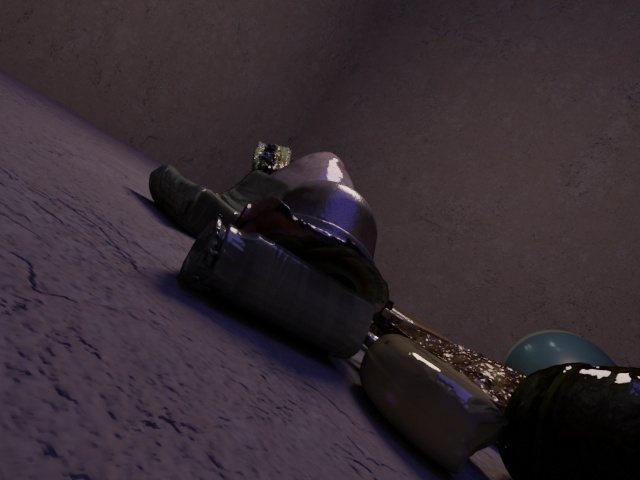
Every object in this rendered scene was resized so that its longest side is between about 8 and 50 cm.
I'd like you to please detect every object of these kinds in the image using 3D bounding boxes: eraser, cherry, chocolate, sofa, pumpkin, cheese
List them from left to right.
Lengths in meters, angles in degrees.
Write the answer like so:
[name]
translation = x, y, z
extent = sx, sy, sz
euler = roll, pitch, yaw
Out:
[sofa]
translation = -0.177, -0.086, 0.837
extent = 0.225, 0.175, 0.210
euler = 34, -1, -43
[cherry]
translation = -0.054, -0.072, 1.196
extent = 0.291, 0.335, 0.326
euler = 51, 14, -29
[chocolate]
translation = -0.006, -0.006, 0.558
extent = 0.222, 0.147, 0.221
euler = 10, -32, 6
[cheese]
translation = 0.085, 0.139, 0.466
extent = 0.163, 0.070, 0.249
euler = 35, -1, -42
[eraser]
translation = 0.202, 0.220, 1.067
extent = 0.144, 0.078, 0.343
euler = 32, 0, 40
[pumpkin]
translation = 0.289, 0.217, 0.411
extent = 0.238, 0.159, 0.237
euler = 22, -26, 11

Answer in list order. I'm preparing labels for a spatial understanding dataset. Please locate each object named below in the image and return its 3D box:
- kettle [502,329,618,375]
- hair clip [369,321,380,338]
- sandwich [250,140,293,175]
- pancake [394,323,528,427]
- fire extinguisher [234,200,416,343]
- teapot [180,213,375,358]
[kettle]
translation = 0.566, 0.335, 0.891
extent = 0.320, 0.246, 0.342
euler = -6, -2, 14
[hair clip]
translation = 0.060, 0.143, 0.861
extent = 0.173, 0.046, 0.072
euler = 35, -5, -38
[sandwich]
translation = -0.188, -0.170, 1.484
extent = 0.131, 0.324, 0.262
euler = 14, 5, -10
[pancake]
translation = 0.278, 0.241, 0.766
extent = 0.357, 0.065, 0.356
euler = 16, 2, -1
[fire extinguisher]
translation = 0.002, 0.071, 0.686
extent = 0.337, 0.106, 0.147
euler = 32, 5, -10
[teapot]
translation = -0.050, 0.052, 0.471
extent = 0.201, 0.077, 0.107
euler = 33, -21, -24
